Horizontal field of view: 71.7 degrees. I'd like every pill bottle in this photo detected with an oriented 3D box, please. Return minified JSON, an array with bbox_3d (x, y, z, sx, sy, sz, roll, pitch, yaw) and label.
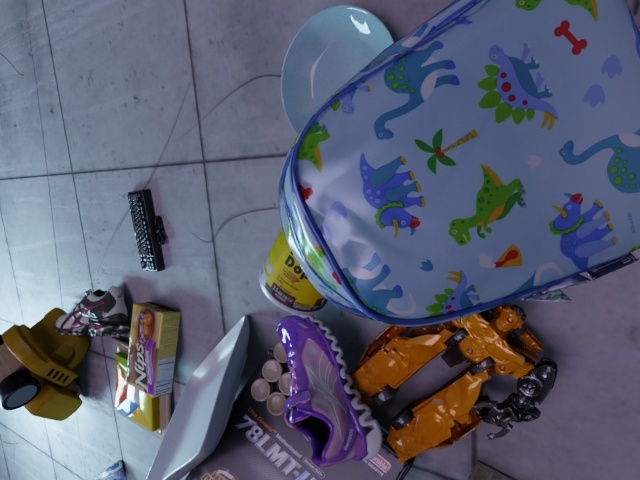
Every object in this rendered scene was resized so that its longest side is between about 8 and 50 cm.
[{"bbox_3d":[0.000,0.000,0.648,0.117,0.117,0.215,42,122,20],"label":"pill bottle"}]

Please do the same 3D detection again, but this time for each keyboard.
[{"bbox_3d":[-0.380,-0.020,0.973,0.108,0.023,0.180,-2,101,35],"label":"keyboard"}]

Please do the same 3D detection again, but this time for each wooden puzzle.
[{"bbox_3d":[-0.452,0.376,1.106,0.221,0.044,0.239,10,107,33],"label":"wooden puzzle"}]

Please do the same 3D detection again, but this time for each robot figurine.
[{"bbox_3d":[0.161,0.171,0.597,0.211,0.085,0.291,50,124,15],"label":"robot figurine"}]

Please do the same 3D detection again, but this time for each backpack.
[{"bbox_3d":[0.134,-0.073,0.397,0.355,0.273,0.290,-21,104,25],"label":"backpack"}]

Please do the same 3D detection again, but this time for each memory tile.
[{"bbox_3d":[-0.036,0.242,0.718,0.148,0.012,0.113,28,86,25],"label":"memory tile"}]

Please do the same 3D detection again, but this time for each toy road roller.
[{"bbox_3d":[-0.767,0.343,1.258,0.202,0.240,0.329,38,157,22],"label":"toy road roller"}]

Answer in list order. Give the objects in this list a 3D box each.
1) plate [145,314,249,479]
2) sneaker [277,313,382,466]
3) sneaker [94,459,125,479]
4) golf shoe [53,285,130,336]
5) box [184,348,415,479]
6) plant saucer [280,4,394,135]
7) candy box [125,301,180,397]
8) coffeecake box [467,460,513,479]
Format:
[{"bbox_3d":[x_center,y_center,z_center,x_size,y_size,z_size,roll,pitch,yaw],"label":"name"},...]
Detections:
[{"bbox_3d":[-0.219,0.313,0.821,0.045,0.278,0.277,31,125,-15],"label":"plate"},{"bbox_3d":[-0.012,0.213,0.638,0.236,0.104,0.095,59,140,24],"label":"sneaker"},{"bbox_3d":[-0.610,0.691,1.290,0.135,0.052,0.058,-40,81,35],"label":"sneaker"},{"bbox_3d":[-0.577,0.185,1.131,0.273,0.105,0.120,-8,79,32],"label":"golf shoe"},{"bbox_3d":[-0.046,0.385,0.730,0.295,0.073,0.293,33,92,24],"label":"box"},{"bbox_3d":[0.030,-0.221,0.624,0.195,0.037,0.195,9,107,33],"label":"plant saucer"},{"bbox_3d":[-0.376,0.240,0.991,0.109,0.053,0.187,9,92,34],"label":"candy box"},{"bbox_3d":[0.273,0.412,0.584,0.185,0.068,0.142,19,111,31],"label":"coffeecake box"}]
